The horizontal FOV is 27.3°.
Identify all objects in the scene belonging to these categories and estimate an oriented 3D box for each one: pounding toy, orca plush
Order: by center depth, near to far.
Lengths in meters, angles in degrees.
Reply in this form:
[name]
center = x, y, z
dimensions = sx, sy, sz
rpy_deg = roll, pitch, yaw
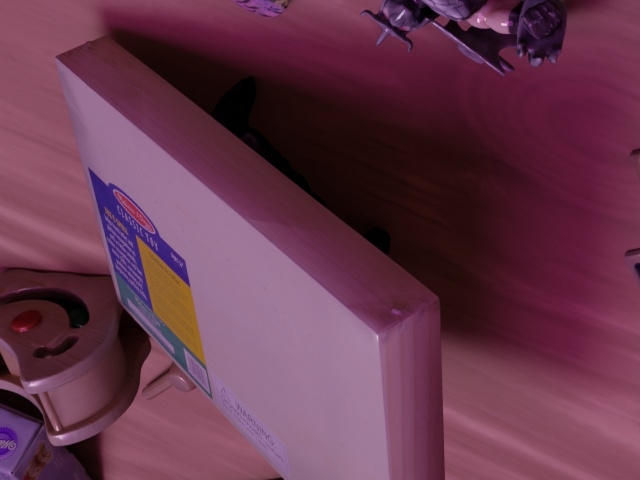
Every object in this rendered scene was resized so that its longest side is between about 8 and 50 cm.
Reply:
[orca plush]
center = 0.000, 0.000, 1.060
dimensions = 0.151, 0.102, 0.287
rpy_deg = -135, 23, -71
[pounding toy]
center = -0.231, 0.134, 1.236
dimensions = 0.269, 0.154, 0.155
rpy_deg = 4, 127, 29

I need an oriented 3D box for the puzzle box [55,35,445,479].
[puzzle box]
center = -0.057, 0.044, 0.987
dimensions = 0.409, 0.052, 0.272
rpy_deg = 40, 149, 39

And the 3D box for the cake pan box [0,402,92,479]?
[cake pan box]
center = -0.372, 0.217, 1.396
dimensions = 0.245, 0.070, 0.267
rpy_deg = 22, 157, 15

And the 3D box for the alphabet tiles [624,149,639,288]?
[alphabet tiles]
center = 0.316, 0.022, 0.917
dimensions = 0.198, 0.009, 0.237
rpy_deg = -14, 117, 39

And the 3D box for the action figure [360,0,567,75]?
[action figure]
center = 0.102, -0.202, 0.798
dimensions = 0.185, 0.099, 0.285
rpy_deg = 34, 141, -11

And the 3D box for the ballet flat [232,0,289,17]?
[ballet flat]
center = -0.074, -0.238, 0.884
dimensions = 0.076, 0.079, 0.222
rpy_deg = 7, 129, 25
